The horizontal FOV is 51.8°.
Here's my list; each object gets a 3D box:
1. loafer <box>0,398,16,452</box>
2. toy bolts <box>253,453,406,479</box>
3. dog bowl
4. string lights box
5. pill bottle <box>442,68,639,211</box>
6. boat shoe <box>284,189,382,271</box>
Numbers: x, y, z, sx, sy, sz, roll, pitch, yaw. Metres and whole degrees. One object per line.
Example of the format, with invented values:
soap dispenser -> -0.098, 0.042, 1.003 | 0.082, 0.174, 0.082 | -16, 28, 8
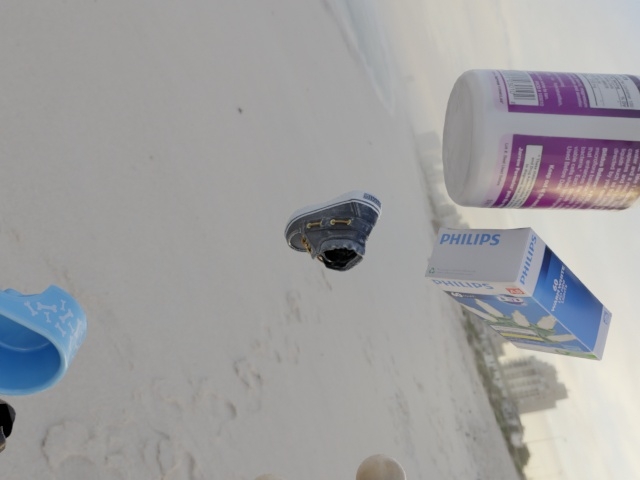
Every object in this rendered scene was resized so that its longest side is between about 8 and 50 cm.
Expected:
loafer -> -0.473, 0.260, 0.937 | 0.220, 0.078, 0.080 | -150, -128, -63
toy bolts -> 0.003, 0.305, 0.728 | 0.158, 0.229, 0.218 | -94, -179, -45
dog bowl -> -0.443, 0.099, 0.835 | 0.297, 0.166, 0.074 | 38, 22, -32
string lights box -> 0.271, 0.073, 0.881 | 0.260, 0.133, 0.076 | 35, 68, -38
pill bottle -> 0.314, -0.120, 0.808 | 0.169, 0.302, 0.169 | -178, -90, -87
boat shoe -> 0.000, 0.000, 0.833 | 0.065, 0.183, 0.083 | 33, 60, -22
